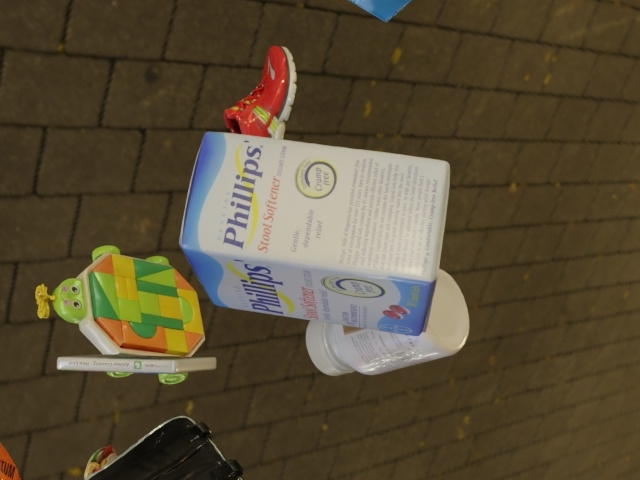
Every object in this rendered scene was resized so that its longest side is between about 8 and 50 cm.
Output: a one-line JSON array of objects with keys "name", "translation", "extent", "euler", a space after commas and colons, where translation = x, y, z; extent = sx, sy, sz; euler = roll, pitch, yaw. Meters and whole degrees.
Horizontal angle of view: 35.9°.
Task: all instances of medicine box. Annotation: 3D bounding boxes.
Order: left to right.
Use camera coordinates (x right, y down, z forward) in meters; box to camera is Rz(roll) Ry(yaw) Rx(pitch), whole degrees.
[{"name": "medicine box", "translation": [0.000, 0.000, 1.210], "extent": [0.263, 0.289, 0.149], "euler": [82, 16, -71]}]

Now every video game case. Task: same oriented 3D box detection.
[{"name": "video game case", "translation": [-0.291, 0.199, 1.597], "extent": [0.212, 0.193, 0.023], "euler": [28, 62, -78]}]

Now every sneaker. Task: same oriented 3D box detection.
[{"name": "sneaker", "translation": [-0.122, -0.244, 1.875], "extent": [0.118, 0.107, 0.279], "euler": [15, 84, -18]}]

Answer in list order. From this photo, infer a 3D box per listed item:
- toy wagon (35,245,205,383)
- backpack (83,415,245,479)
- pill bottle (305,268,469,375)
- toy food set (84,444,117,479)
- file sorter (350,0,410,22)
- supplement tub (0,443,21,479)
[{"name": "toy wagon", "translation": [-0.380, 0.134, 1.907], "extent": [0.344, 0.267, 0.068], "euler": [15, 139, -42]}, {"name": "backpack", "translation": [-0.246, 0.421, 1.495], "extent": [0.253, 0.225, 0.191], "euler": [-28, 140, -25]}, {"name": "pill bottle", "translation": [0.093, 0.129, 1.464], "extent": [0.131, 0.229, 0.131], "euler": [22, 58, -41]}, {"name": "toy food set", "translation": [-0.418, 0.435, 1.897], "extent": [0.083, 0.020, 0.083], "euler": [-62, 144, -22]}, {"name": "file sorter", "translation": [0.096, -0.398, 1.313], "extent": [0.118, 0.170, 0.104], "euler": [25, 60, -22]}, {"name": "supplement tub", "translation": [-0.239, 0.191, 0.376], "extent": [0.207, 0.338, 0.207], "euler": [0, 104, 1]}]
